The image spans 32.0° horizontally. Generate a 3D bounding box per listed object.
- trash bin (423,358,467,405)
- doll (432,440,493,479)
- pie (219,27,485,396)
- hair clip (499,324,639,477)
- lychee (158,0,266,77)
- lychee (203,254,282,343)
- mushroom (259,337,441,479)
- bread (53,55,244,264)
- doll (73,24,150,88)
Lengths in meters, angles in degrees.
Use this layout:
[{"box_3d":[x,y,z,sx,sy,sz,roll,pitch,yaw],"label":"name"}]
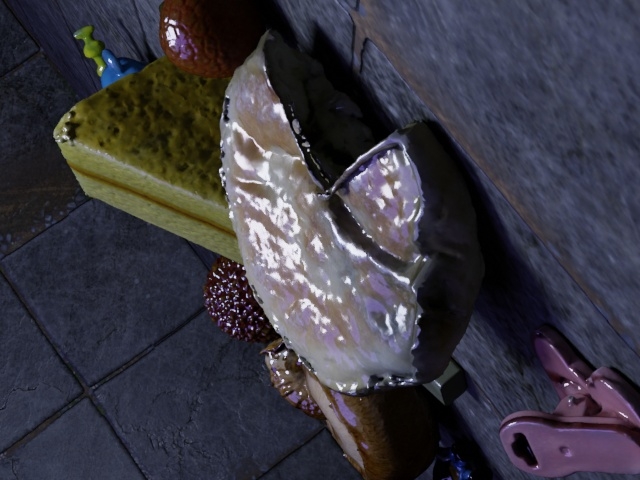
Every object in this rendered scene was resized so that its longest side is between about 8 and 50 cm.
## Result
[{"box_3d":[0.129,0.145,1.315,0.092,0.043,0.061,43,165,33],"label":"trash bin"},{"box_3d":[0.191,0.327,1.558,0.195,0.070,0.096,107,142,-69],"label":"doll"},{"box_3d":[0.011,-0.015,0.983,0.337,0.075,0.338,33,134,43],"label":"pie"},{"box_3d":[0.221,0.133,0.883,0.138,0.102,0.123,-12,120,43],"label":"hair clip"},{"box_3d":[-0.111,-0.213,1.038,0.140,0.101,0.114,57,-178,6],"label":"lychee"},{"box_3d":[-0.091,0.079,1.730,0.188,0.188,0.188,52,170,13],"label":"lychee"},{"box_3d":[0.055,0.212,1.549,0.278,0.163,0.297,45,170,4],"label":"mushroom"},{"box_3d":[-0.095,-0.015,1.266,0.362,0.245,0.233,55,170,15],"label":"bread"},{"box_3d":[-0.246,-0.191,1.823,0.341,0.099,0.346,46,-177,-43],"label":"doll"}]
